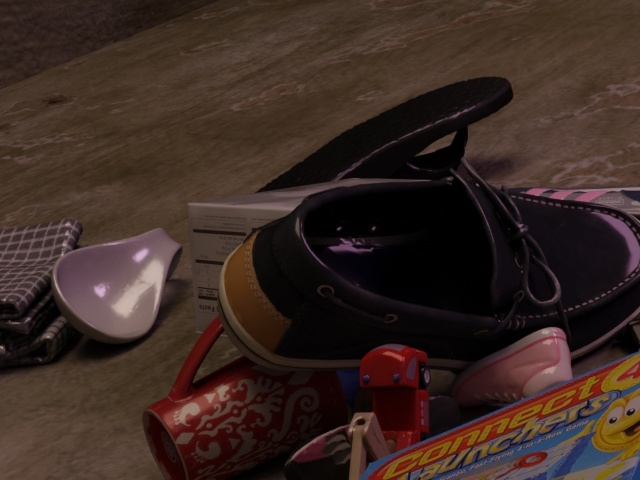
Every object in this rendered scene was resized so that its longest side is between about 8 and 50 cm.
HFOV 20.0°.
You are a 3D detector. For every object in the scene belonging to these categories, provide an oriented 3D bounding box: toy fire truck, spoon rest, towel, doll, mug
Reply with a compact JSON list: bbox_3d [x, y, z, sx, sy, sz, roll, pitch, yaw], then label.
[{"bbox_3d":[0.049,0.180,1.532,0.047,0.192,0.135,-4,-9,24],"label":"toy fire truck"},{"bbox_3d":[-0.237,0.045,2.218,0.084,0.137,0.276,-50,-2,24],"label":"spoon rest"},{"bbox_3d":[-0.429,0.073,2.246,0.284,0.121,0.235,-7,19,18],"label":"towel"},{"bbox_3d":[0.038,0.132,1.847,0.129,0.046,0.189,-14,17,-7],"label":"doll"},{"bbox_3d":[-0.083,0.150,1.727,0.169,0.150,0.113,-25,-9,-22],"label":"mug"}]

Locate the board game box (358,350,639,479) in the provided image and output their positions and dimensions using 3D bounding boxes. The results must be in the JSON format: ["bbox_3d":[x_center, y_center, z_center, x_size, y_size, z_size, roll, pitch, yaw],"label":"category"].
[{"bbox_3d":[0.123,0.214,1.271,0.308,0.086,0.302,-27,11,30],"label":"board game box"}]

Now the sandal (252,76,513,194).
[{"bbox_3d":[0.075,-0.090,2.477,0.446,0.107,0.167,-31,23,-15],"label":"sandal"}]

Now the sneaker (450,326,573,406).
[{"bbox_3d":[0.182,0.141,1.710,0.134,0.070,0.051,-33,-34,30],"label":"sneaker"}]

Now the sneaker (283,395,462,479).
[{"bbox_3d":[0.041,0.191,1.649,0.178,0.072,0.077,-14,3,-31],"label":"sneaker"}]

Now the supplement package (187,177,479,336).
[{"bbox_3d":[0.021,0.018,1.964,0.262,0.145,0.204,-10,9,-44],"label":"supplement package"}]

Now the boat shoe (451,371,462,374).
[{"bbox_3d":[0.186,0.085,1.866,0.064,0.060,0.178,2,23,40],"label":"boat shoe"}]

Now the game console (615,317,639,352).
[{"bbox_3d":[0.363,0.100,1.778,0.122,0.071,0.107,-15,47,-4],"label":"game console"}]

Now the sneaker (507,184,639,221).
[{"bbox_3d":[0.258,0.001,1.998,0.319,0.112,0.131,-9,15,17],"label":"sneaker"}]

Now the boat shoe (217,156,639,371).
[{"bbox_3d":[0.144,0.023,1.742,0.500,0.186,0.156,-3,-32,-32],"label":"boat shoe"}]
